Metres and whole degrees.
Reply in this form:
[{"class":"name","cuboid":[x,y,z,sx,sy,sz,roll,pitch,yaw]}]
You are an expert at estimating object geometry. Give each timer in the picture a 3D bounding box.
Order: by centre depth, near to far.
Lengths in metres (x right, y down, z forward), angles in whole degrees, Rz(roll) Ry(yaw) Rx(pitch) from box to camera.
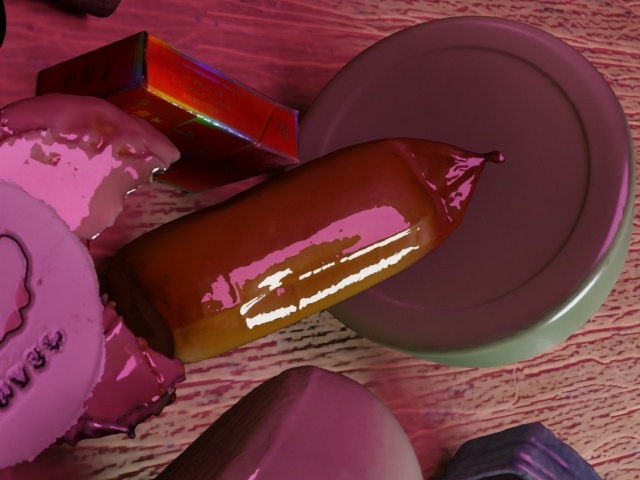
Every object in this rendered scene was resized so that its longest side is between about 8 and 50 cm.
[{"class":"timer","cuboid":[0.150,-0.001,1.565,0.315,0.291,0.290,48,39,-63]}]

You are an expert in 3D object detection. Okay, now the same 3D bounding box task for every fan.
[{"class":"fan","cuboid":[-0.250,0.003,1.082,0.191,0.009,0.329,-48,116,-28]}]

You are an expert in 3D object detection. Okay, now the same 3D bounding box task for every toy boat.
[{"class":"toy boat","cuboid":[0.219,0.283,1.634,0.283,0.127,0.078,51,35,-27]}]

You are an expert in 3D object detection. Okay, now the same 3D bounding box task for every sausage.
[{"class":"sausage","cuboid":[-0.002,-0.005,1.356,0.328,0.112,0.112,-24,98,-26]}]

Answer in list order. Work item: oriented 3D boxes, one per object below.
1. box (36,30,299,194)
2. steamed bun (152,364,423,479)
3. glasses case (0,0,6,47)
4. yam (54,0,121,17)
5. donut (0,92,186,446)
[{"class":"box","cuboid":[-0.111,-0.090,1.333,0.175,0.112,0.048,23,59,-46]},{"class":"steamed bun","cuboid":[-0.040,0.224,1.161,0.177,0.283,0.283,45,41,-6]},{"class":"glasses case","cuboid":[-0.298,-0.129,1.129,0.267,0.067,0.103,-35,106,-51]},{"class":"yam","cuboid":[-0.198,-0.201,1.305,0.132,0.054,0.054,13,67,-50]},{"class":"donut","cuboid":[-0.187,0.020,1.188,0.199,0.085,0.233,4,84,-39]}]
